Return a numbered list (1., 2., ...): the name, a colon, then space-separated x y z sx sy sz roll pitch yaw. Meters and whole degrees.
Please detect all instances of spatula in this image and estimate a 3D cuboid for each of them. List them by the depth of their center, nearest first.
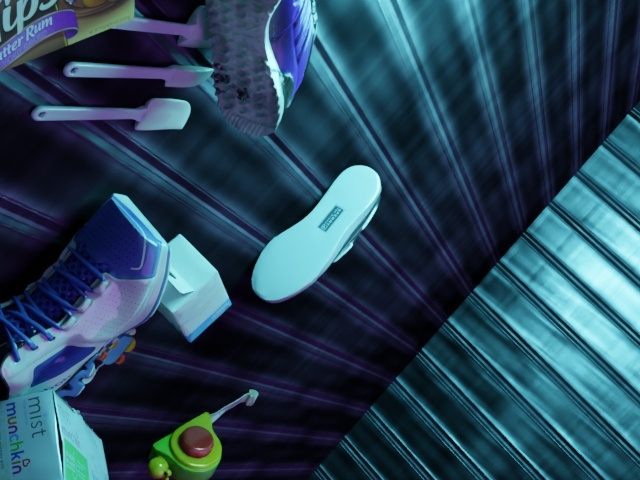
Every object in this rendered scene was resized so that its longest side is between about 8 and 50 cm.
1. spatula: -0.197 -0.190 0.985 0.168 0.019 0.242 -52 158 26

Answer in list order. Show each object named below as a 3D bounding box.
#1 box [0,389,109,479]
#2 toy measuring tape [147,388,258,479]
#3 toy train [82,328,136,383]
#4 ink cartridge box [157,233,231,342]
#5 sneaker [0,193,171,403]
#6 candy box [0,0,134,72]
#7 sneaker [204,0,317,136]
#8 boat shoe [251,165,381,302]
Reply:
1. box: -0.414 0.306 1.152 0.231 0.127 0.262 -12 154 -6
2. toy measuring tape: -0.222 0.420 1.868 0.330 0.121 0.121 -23 148 -47
3. toy train: -0.313 0.124 1.274 0.125 0.046 0.166 -26 147 -42
4. ink cartridge box: -0.202 0.068 1.317 0.090 0.092 0.143 -42 159 -16
5. sneaker: -0.325 0.097 1.081 0.315 0.127 0.182 -53 161 17
6. candy box: -0.251 -0.218 0.777 0.187 0.053 0.109 -34 155 -34
7. sneaker: -0.057 -0.275 1.009 0.146 0.102 0.293 -55 160 -44
8. boat shoe: 0.000 0.000 1.586 0.301 0.108 0.102 -51 159 -13
